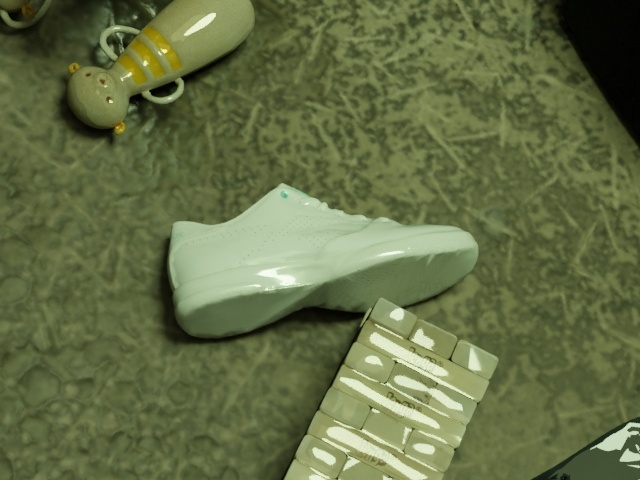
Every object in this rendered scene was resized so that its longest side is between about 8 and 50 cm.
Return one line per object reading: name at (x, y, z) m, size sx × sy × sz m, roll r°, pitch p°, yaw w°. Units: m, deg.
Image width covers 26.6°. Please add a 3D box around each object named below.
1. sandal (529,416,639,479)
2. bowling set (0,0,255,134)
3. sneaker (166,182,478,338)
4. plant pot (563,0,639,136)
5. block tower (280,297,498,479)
sandal at (0.135, 0.194, 0.860) m, size 0.254 × 0.054 × 0.097 m, roll -37°, pitch 76°, yaw -9°
bowling set at (-0.176, -0.240, 0.927) m, size 0.154 × 0.200 × 0.287 m, roll -37°, pitch 74°, yaw -19°
sneaker at (0.000, 0.000, 0.924) m, size 0.212 × 0.080 × 0.094 m, roll -8°, pitch 58°, yaw -11°
plant pot at (0.286, -0.185, 0.991) m, size 0.188 × 0.187 × 0.167 m, roll -38°, pitch 65°, yaw -20°
block tower at (0.002, 0.193, 0.833) m, size 0.091 × 0.097 × 0.335 m, roll 27°, pitch 66°, yaw 1°
